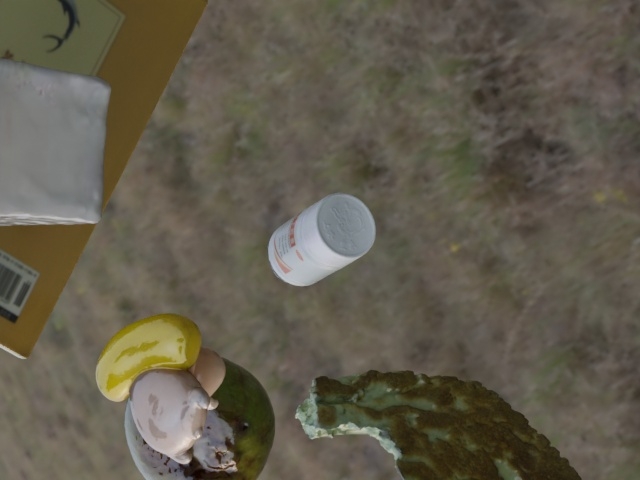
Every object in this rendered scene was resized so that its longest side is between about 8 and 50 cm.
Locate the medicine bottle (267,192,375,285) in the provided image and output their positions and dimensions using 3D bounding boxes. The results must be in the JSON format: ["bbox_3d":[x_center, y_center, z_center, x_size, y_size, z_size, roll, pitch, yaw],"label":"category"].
[{"bbox_3d":[0.000,0.000,1.142,0.057,0.057,0.089,62,148,1],"label":"medicine bottle"}]

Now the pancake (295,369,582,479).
[{"bbox_3d":[0.134,0.236,1.248,0.376,0.197,0.054,39,141,-8],"label":"pancake"}]

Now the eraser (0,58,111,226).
[{"bbox_3d":[-0.256,-0.052,0.538,0.144,0.343,0.078,-1,85,44],"label":"eraser"}]

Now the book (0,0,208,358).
[{"bbox_3d":[-0.272,-0.123,1.228,0.032,0.389,0.269,6,155,50],"label":"book"}]

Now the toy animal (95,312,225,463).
[{"bbox_3d":[-0.103,0.102,1.054,0.114,0.091,0.082,46,-164,31],"label":"toy animal"}]

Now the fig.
[{"bbox_3d":[-0.153,0.222,1.715,0.191,0.181,0.181,49,159,49],"label":"fig"}]
